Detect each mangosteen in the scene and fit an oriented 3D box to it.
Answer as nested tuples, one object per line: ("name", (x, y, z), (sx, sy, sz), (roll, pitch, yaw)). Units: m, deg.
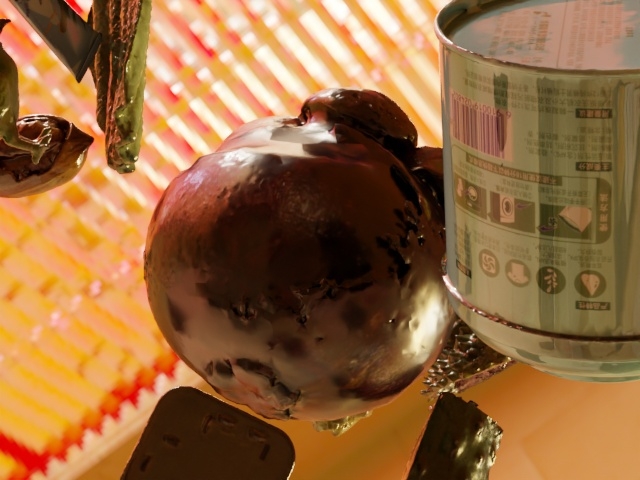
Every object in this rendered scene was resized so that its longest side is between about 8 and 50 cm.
("mangosteen", (0.004, 0.023, 1.843), (0.421, 0.381, 0.381), (-36, -91, -36))

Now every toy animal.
("toy animal", (-0.247, -0.059, 1.170), (0.075, 0.216, 0.041), (10, -170, -15))

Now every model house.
("model house", (-0.157, 0.349, 2.297), (0.218, 0.204, 0.278), (27, 171, 6))

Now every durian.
("durian", (0.190, 0.122, 1.953), (0.108, 0.187, 0.119), (66, -161, 14))

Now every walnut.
("walnut", (-0.418, -0.123, 2.221), (0.116, 0.207, 0.115), (-11, -90, -71))

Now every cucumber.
("cucumber", (0.121, 0.338, 1.795), (0.105, 0.325, 0.145), (25, 160, 4))

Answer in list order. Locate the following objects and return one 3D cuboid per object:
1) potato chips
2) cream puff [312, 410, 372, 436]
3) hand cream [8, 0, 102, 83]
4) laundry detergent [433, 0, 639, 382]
("potato chips", (-0.282, -0.290, 2.210), (0.358, 0.070, 0.429), (129, 144, -62))
("cream puff", (0.008, 0.187, 2.315), (0.221, 0.194, 0.194), (21, -153, -32))
("hand cream", (-0.396, -0.331, 2.223), (0.256, 0.055, 0.088), (52, -128, -52))
("laundry detergent", (0.244, -0.051, 1.337), (0.287, 0.287, 0.305), (-105, 9, -64))
